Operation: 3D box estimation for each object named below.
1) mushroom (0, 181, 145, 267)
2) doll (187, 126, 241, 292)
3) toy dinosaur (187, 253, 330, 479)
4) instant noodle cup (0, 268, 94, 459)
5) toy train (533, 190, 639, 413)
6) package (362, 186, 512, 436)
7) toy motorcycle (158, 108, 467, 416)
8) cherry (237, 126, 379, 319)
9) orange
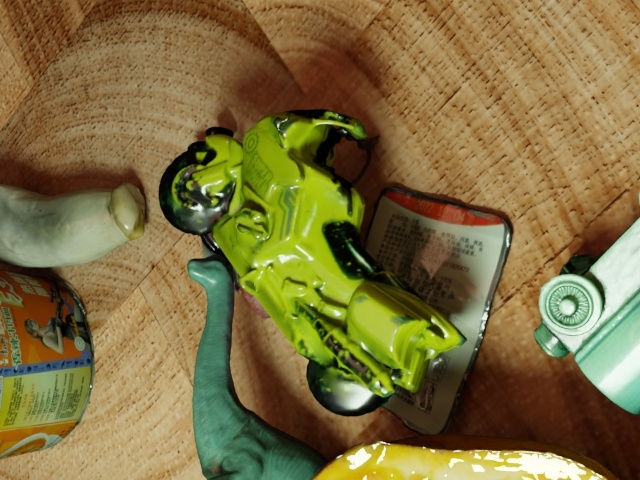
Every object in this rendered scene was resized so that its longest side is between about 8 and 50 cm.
[{"bbox_3d":[-0.357,-0.019,1.647,0.351,0.097,0.109,1,67,34],"label":"mushroom"},{"bbox_3d":[-0.109,-0.031,1.466,0.096,0.070,0.195,-40,56,47],"label":"doll"},{"bbox_3d":[-0.014,0.218,1.360,0.129,0.383,0.331,-47,18,53],"label":"toy dinosaur"},{"bbox_3d":[-0.432,0.149,1.617,0.296,0.214,0.296,-2,86,38],"label":"instant noodle cup"},{"bbox_3d":[0.299,0.037,1.131,0.159,0.101,0.248,47,117,13],"label":"toy train"},{"bbox_3d":[0.096,0.071,1.321,0.166,0.040,0.232,17,90,35],"label":"package"},{"bbox_3d":[0.001,0.000,1.268,0.206,0.142,0.342,-46,68,15],"label":"toy motorcycle"},{"bbox_3d":[-0.021,-0.021,1.383,0.107,0.090,0.225,21,90,13],"label":"cherry"},{"bbox_3d":[0.129,0.290,1.145,0.310,0.274,0.274,-10,78,-7],"label":"orange"}]
